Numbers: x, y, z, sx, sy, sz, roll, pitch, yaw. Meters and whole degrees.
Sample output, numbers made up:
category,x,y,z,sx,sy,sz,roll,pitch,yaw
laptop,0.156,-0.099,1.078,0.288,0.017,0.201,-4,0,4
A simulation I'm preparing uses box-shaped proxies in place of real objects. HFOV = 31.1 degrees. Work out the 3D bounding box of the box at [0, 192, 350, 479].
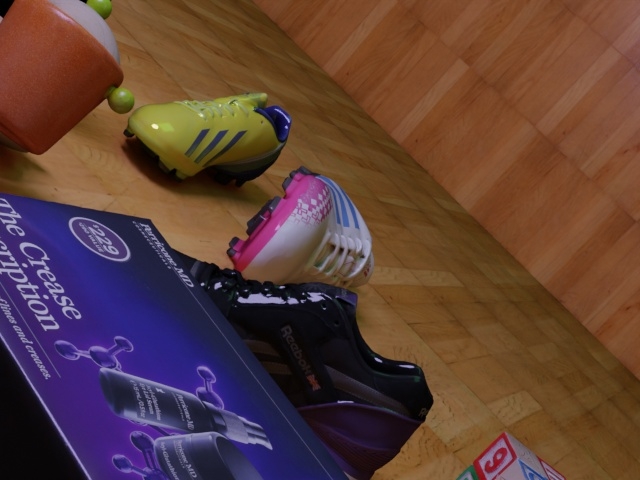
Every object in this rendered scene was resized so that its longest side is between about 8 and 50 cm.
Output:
category,x,y,z,sx,sy,sz,roll,pitch,yaw
box,-0.110,0.095,0.588,0.261,0.103,0.184,49,19,29

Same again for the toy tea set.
category,x,y,z,sx,sy,sz,roll,pitch,yaw
toy tea set,-0.278,-0.197,0.833,0.336,0.124,0.200,45,-13,-32

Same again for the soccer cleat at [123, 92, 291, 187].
category,x,y,z,sx,sy,sz,roll,pitch,yaw
soccer cleat,-0.118,-0.128,1.276,0.093,0.121,0.289,46,14,15

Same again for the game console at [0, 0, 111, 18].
category,x,y,z,sx,sy,sz,roll,pitch,yaw
game console,-0.346,-0.302,1.013,0.361,0.213,0.044,28,17,-12

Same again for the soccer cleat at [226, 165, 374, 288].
category,x,y,z,sx,sy,sz,roll,pitch,yaw
soccer cleat,0.000,0.000,1.224,0.143,0.116,0.331,41,13,-2

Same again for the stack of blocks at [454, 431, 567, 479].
category,x,y,z,sx,sy,sz,roll,pitch,yaw
stack of blocks,0.256,0.318,1.015,0.297,0.087,0.171,37,14,-22

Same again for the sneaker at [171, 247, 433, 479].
category,x,y,z,sx,sy,sz,roll,pitch,yaw
sneaker,-0.037,0.062,0.896,0.283,0.124,0.107,40,13,-8
